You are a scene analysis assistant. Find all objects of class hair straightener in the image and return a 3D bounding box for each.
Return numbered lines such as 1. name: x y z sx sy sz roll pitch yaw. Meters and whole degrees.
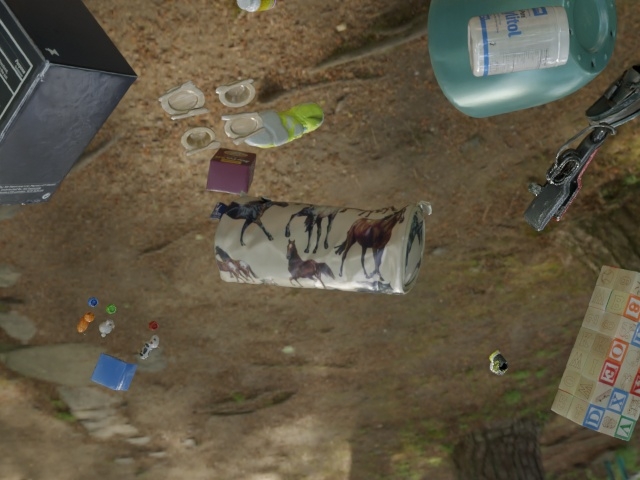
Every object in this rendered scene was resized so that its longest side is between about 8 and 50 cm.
1. hair straightener: 0.335 -0.082 0.964 0.089 0.047 0.230 -27 159 -22

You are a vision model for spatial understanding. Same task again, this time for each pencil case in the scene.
1. pencil case: 0.000 0.000 1.292 0.410 0.184 0.160 3 174 25

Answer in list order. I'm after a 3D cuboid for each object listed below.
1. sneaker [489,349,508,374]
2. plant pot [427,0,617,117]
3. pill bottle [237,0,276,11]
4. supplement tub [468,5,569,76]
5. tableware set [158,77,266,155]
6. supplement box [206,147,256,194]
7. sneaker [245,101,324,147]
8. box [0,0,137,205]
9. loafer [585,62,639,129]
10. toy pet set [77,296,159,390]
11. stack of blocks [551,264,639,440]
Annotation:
1. sneaker: 0.362 0.255 1.411 0.031 0.035 0.083 -35 138 -3
2. plant pot: 0.373 -0.373 1.243 0.293 0.293 0.235 20 171 -40
3. pill bottle: -0.125 -0.468 1.359 0.043 0.043 0.083 -40 177 38
4. supplement tub: 0.230 -0.234 0.822 0.107 0.071 0.071 -7 149 8
5. tableware set: -0.161 -0.192 1.076 0.141 0.020 0.169 -16 150 -2
6. supplement box: -0.229 -0.182 1.824 0.104 0.188 0.081 9 107 -3
7. sneaker: -0.110 -0.277 1.748 0.240 0.091 0.126 -19 -176 -31
8. box: -0.484 -0.255 1.067 0.294 0.296 0.182 -44 165 27
9. loafer: 0.592 -0.304 1.258 0.267 0.096 0.084 -33 120 25
10. toy pet set: -0.307 0.162 1.060 0.122 0.114 0.065 27 169 -33
11. stack of blocks: 0.575 0.217 1.324 0.171 0.297 0.087 22 178 -23
